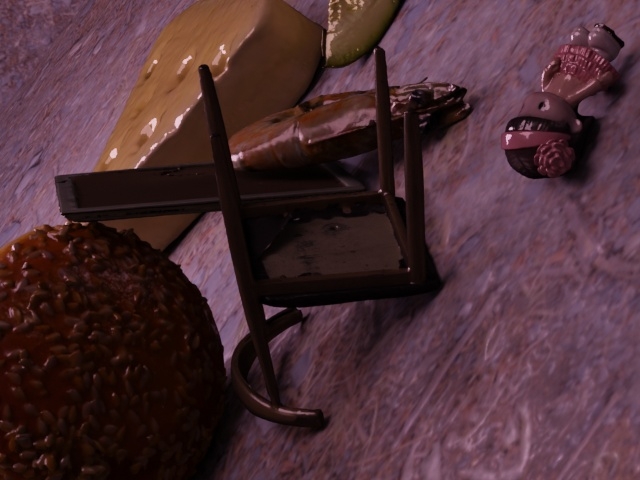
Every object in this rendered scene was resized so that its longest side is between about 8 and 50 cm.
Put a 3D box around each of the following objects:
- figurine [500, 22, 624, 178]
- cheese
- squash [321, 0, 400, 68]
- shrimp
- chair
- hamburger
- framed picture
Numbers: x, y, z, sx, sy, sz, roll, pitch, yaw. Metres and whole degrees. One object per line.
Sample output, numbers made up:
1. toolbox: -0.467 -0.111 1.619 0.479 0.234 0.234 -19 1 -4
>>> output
1. figurine: 0.183 -0.098 1.155 0.072 0.054 0.129 11 60 52
2. cheese: -0.165 -0.129 1.881 0.384 0.104 0.384 -45 23 25
3. squash: 0.054 -0.317 1.676 0.252 0.093 0.169 -77 -15 -45
4. shrimp: 0.037 -0.120 1.476 0.296 0.058 0.169 -9 22 38
5. chair: 0.000 0.000 1.275 0.188 0.166 0.272 -106 11 -63
6. hamburger: -0.231 0.128 1.407 0.225 0.291 0.291 -31 32 55
7. framed picture: -0.110 -0.050 1.473 0.216 0.273 0.016 -129 36 -74
